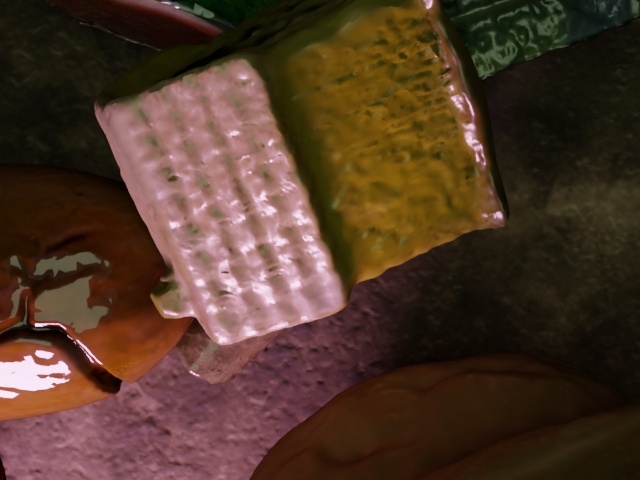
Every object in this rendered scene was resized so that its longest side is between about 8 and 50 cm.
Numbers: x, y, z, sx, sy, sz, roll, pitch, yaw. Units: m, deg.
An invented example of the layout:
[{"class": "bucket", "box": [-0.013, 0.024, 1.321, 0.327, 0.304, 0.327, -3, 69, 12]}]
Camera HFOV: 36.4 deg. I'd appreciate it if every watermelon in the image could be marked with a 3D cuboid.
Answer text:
[{"class": "watermelon", "box": [-0.113, -0.234, 0.757, 0.231, 0.128, 0.146, 18, 83, -10]}]

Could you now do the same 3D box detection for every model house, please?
[{"class": "model house", "box": [-0.024, -0.054, 0.648, 0.234, 0.174, 0.194, -30, 115, -17]}, {"class": "model house", "box": [0.133, -0.238, 0.737, 0.193, 0.170, 0.212, -20, 96, 2]}]

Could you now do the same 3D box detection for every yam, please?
[{"class": "yam", "box": [0.000, 0.000, 0.810, 0.066, 0.066, 0.300, 44, 93, -6]}]

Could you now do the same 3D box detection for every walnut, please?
[{"class": "walnut", "box": [0.125, 0.262, 0.711, 0.383, 0.383, 0.384, 0, 96, -2]}, {"class": "walnut", "box": [-0.209, 0.035, 0.740, 0.297, 0.203, 0.203, -10, 97, 5]}]

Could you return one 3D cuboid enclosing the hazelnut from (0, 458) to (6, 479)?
[{"class": "hazelnut", "box": [-0.356, 0.216, 0.766, 0.204, 0.178, 0.178, -30, 97, 25]}]
